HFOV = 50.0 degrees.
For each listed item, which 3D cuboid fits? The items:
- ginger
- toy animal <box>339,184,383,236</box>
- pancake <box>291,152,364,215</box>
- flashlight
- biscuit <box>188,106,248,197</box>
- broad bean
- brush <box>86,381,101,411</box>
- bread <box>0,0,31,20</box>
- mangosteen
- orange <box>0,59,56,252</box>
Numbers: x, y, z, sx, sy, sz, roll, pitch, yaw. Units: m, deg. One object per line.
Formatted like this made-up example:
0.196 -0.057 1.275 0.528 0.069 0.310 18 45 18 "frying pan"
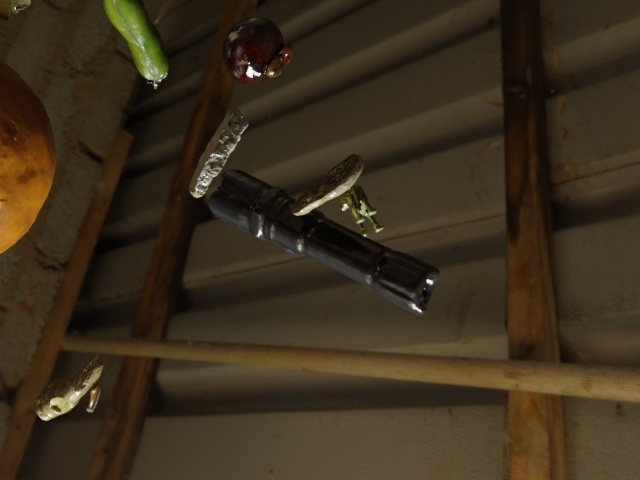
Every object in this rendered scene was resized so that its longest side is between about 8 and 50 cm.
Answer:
-0.618 0.366 1.712 0.294 0.086 0.131 -35 -174 36 "ginger"
0.090 -0.093 1.743 0.073 0.181 0.136 -29 -113 0 "toy animal"
0.011 -0.083 1.045 0.139 0.022 0.139 -34 -164 12 "pancake"
0.000 0.000 1.117 0.423 0.103 0.103 27 -97 25 "flashlight"
-0.212 -0.193 1.430 0.188 0.040 0.266 -41 -155 41 "biscuit"
-0.305 -0.352 1.134 0.061 0.339 0.077 -8 -108 1 "broad bean"
-0.356 0.242 1.079 0.170 0.014 0.043 134 -28 -63 "brush"
-0.445 -0.399 0.773 0.236 0.198 0.264 -68 171 -74 "bread"
-0.136 -0.410 1.499 0.152 0.152 0.153 -24 -131 31 "mangosteen"
-0.456 -0.099 0.788 0.284 0.283 0.226 -66 -171 -13 "orange"
